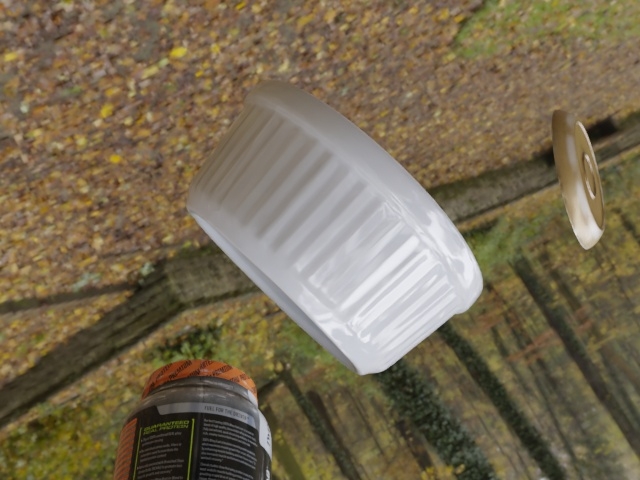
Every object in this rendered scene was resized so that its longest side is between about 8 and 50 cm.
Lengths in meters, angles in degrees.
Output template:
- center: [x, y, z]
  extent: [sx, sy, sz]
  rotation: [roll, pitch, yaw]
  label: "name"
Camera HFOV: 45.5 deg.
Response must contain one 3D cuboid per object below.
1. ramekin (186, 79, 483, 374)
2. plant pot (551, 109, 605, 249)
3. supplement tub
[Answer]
- center: [0.000, 0.000, 0.672]
  extent: [0.127, 0.273, 0.273]
  rotation: [-45, 171, -9]
  label: "ramekin"
- center: [0.428, -0.104, 1.250]
  extent: [0.032, 0.236, 0.236]
  rotation: [-13, 178, 29]
  label: "plant pot"
- center: [-0.154, 0.313, 0.909]
  extent: [0.193, 0.316, 0.194]
  rotation: [-1, 136, -1]
  label: "supplement tub"
